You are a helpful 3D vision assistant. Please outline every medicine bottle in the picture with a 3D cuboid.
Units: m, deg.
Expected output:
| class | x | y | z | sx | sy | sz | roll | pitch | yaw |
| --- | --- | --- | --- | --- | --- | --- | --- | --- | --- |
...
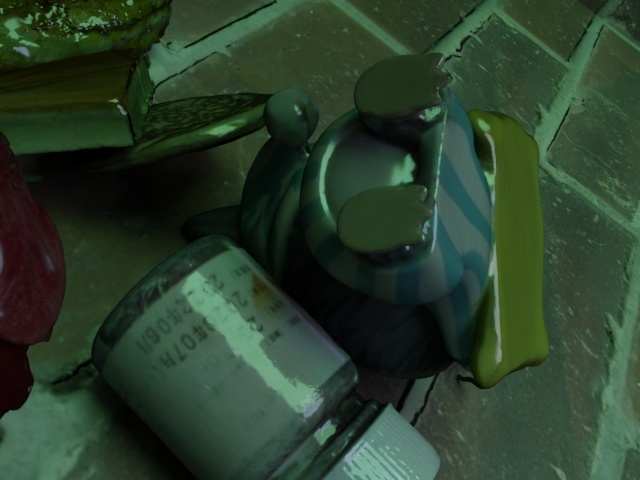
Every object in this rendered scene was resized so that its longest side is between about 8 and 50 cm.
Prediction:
| class | x | y | z | sx | sy | sz | roll | pitch | yaw |
| --- | --- | --- | --- | --- | --- | --- | --- | --- | --- |
| medicine bottle | -0.047 | 0.139 | 0.655 | 0.273 | 0.165 | 0.165 | 44 | 39 | 8 |

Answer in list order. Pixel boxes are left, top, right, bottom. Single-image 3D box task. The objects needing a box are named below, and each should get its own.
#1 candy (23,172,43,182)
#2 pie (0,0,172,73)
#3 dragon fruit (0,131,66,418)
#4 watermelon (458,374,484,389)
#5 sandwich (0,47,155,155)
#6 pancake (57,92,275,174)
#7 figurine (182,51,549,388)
| class | x | y | z | sx | sy | sz | roll | pitch | yaw |
| --- | --- | --- | --- | --- | --- | --- | --- | --- | --- |
| candy | -0.394 | -0.055 | 0.667 | 0.335 | 0.093 | 0.092 | -6 | 54 | -49 |
| pie | -0.334 | -0.315 | 0.947 | 0.288 | 0.103 | 0.355 | 31 | 40 | 3 |
| dragon fruit | -0.322 | 0.016 | 0.454 | 0.329 | 0.329 | 0.329 | 21 | 41 | -19 |
| watermelon | 0.178 | 0.080 | 0.909 | 0.140 | 0.141 | 0.187 | 4 | 56 | -34 |
| sandwich | -0.285 | -0.148 | 0.789 | 0.212 | 0.063 | 0.245 | -6 | 23 | -6 |
| pancake | -0.155 | -0.123 | 0.829 | 0.250 | 0.031 | 0.250 | -10 | 20 | 4 |
| figurine | 0.000 | 0.000 | 0.736 | 0.361 | 0.377 | 0.267 | 35 | 56 | -55 |
